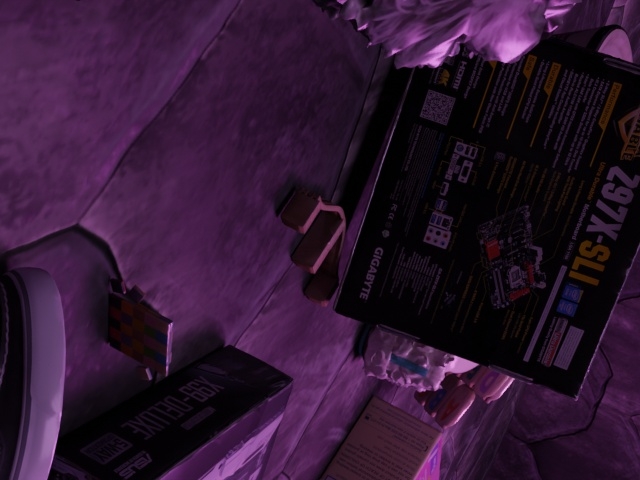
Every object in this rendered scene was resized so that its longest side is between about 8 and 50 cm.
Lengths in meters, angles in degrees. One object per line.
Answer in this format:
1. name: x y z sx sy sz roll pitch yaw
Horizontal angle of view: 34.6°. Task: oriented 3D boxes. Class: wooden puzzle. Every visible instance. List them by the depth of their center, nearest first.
1. wooden puzzle: -0.122 0.063 0.700 0.006 0.049 0.083 -45 154 -46

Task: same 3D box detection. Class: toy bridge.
1. toy bridge: 0.000 0.000 0.967 0.063 0.026 0.188 -58 161 -19

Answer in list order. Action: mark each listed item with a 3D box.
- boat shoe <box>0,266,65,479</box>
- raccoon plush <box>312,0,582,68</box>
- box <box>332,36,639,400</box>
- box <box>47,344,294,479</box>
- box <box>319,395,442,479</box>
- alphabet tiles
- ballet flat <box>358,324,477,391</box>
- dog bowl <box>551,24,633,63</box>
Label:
1. boat shoe: -0.199 0.124 0.558 0.076 0.080 0.228 10 98 -37
2. raccoon plush: -0.026 -0.260 0.463 0.447 0.299 0.216 3 133 -35
3. box: 0.181 -0.039 0.998 0.079 0.257 0.322 -52 160 -75
4. box: -0.147 0.264 0.851 0.242 0.077 0.307 -25 138 -61
5. box: 0.069 0.388 1.494 0.243 0.117 0.213 -54 158 -25
6. alphabet tiles: 0.243 0.146 1.526 0.278 0.021 0.284 -51 -166 0
7. ballet flat: 0.197 0.108 1.414 0.409 0.147 0.147 -30 142 -53
8. dog bowl: 0.254 -0.062 1.240 0.408 0.150 0.407 -40 136 -54
